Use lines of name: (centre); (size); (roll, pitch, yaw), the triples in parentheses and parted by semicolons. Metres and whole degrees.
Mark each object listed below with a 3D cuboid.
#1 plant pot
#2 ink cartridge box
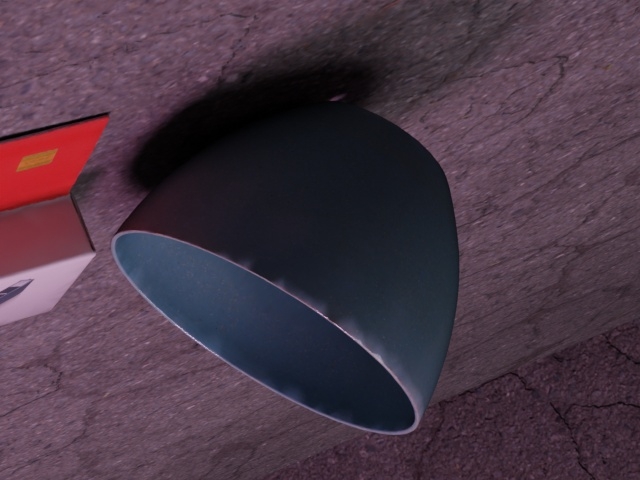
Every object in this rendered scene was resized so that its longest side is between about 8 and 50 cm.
plant pot: (0.000, 0.000, 1.465); (0.195, 0.290, 0.290); (-59, 176, -18)
ink cartridge box: (-0.313, 0.020, 1.346); (0.296, 0.066, 0.261); (-17, 165, -30)
